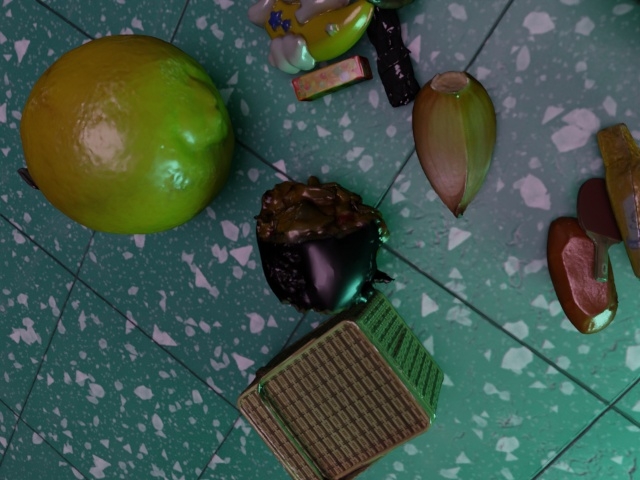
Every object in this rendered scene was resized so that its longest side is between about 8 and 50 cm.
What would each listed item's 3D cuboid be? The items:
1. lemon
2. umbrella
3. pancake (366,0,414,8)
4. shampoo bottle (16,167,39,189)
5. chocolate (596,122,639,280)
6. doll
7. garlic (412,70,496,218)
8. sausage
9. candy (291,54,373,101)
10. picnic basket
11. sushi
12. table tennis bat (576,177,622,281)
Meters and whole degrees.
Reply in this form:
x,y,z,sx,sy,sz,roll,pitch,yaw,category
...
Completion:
x,y,z,sx,sy,sz,roll,pitch,yaw,category
-0.314,-0.166,0.837,0.347,0.348,0.348,5,104,20,lemon
0.099,-0.329,0.787,0.066,0.059,0.236,-14,96,66,umbrella
0.090,-0.429,0.710,0.020,0.184,0.190,-4,124,53,pancake
-0.534,-0.191,1.051,0.284,0.071,0.153,-34,90,23,shampoo bottle
0.440,-0.058,0.698,0.085,0.085,0.219,-21,76,24,chocolate
-0.016,-0.393,0.773,0.252,0.111,0.237,-19,78,43,doll
0.210,-0.151,0.762,0.115,0.128,0.207,-17,106,-18,garlic
0.391,0.050,0.751,0.089,0.089,0.179,-17,87,23,sausage
0.019,-0.266,0.828,0.121,0.062,0.038,-13,99,23,candy
0.030,0.273,0.891,0.313,0.175,0.228,-38,88,24,picnic basket
0.004,-0.002,0.827,0.213,0.200,0.204,2,105,44,sushi
0.404,-0.017,0.719,0.087,0.013,0.157,15,71,-13,table tennis bat
